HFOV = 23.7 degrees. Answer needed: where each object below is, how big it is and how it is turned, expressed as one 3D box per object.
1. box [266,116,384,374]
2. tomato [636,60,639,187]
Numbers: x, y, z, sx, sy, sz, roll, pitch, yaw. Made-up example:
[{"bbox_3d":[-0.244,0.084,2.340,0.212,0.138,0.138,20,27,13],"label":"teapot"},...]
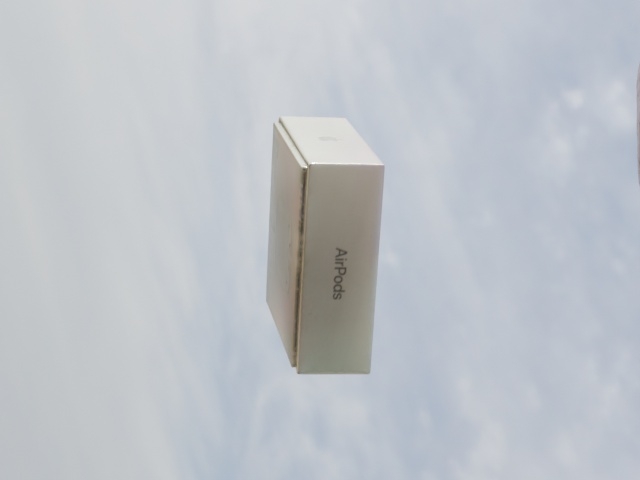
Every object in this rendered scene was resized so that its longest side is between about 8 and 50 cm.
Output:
[{"bbox_3d":[0.000,0.000,0.947,0.129,0.051,0.130,-120,-149,-71],"label":"box"},{"bbox_3d":[0.287,-0.042,0.696,0.226,0.298,0.299,-32,-108,53],"label":"tomato"}]
